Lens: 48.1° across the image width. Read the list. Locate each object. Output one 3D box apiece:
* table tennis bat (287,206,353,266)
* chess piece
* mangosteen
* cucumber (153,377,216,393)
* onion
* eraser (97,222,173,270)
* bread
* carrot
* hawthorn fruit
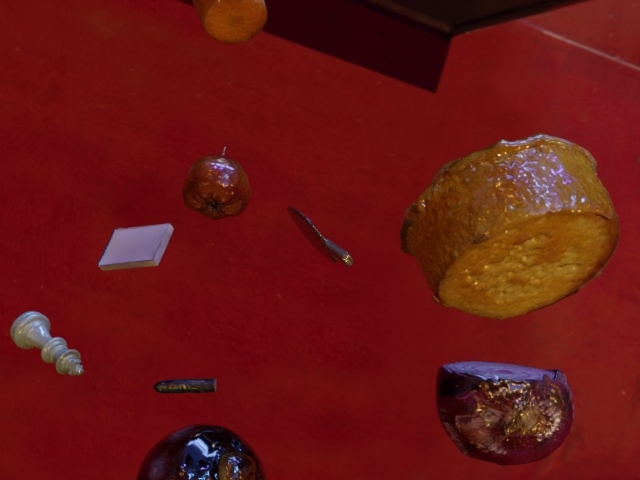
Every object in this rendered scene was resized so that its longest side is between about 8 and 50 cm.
[{"bbox_3d":[0.000,0.000,1.599,0.021,0.274,0.154,-40,120,-9],"label":"table tennis bat"},{"bbox_3d":[-0.398,0.162,1.062,0.059,0.149,0.059,-32,136,-36],"label":"chess piece"},{"bbox_3d":[-0.243,0.525,1.523,0.297,0.297,0.293,23,121,-23],"label":"mangosteen"},{"bbox_3d":[-0.289,0.310,1.523,0.133,0.032,0.032,-2,100,-1],"label":"cucumber"},{"bbox_3d":[0.255,0.240,1.055,0.195,0.218,0.139,-6,92,-10],"label":"onion"},{"bbox_3d":[-0.393,0.013,1.530,0.023,0.151,0.103,59,35,-43],"label":"eraser"},{"bbox_3d":[0.354,-0.022,1.313,0.399,0.215,0.398,-9,143,-7],"label":"bread"},{"bbox_3d":[-0.103,-0.287,0.704,0.087,0.087,0.193,4,63,-22],"label":"carrot"},{"bbox_3d":[-0.193,-0.100,1.328,0.125,0.140,0.125,-11,124,-17],"label":"hawthorn fruit"}]
